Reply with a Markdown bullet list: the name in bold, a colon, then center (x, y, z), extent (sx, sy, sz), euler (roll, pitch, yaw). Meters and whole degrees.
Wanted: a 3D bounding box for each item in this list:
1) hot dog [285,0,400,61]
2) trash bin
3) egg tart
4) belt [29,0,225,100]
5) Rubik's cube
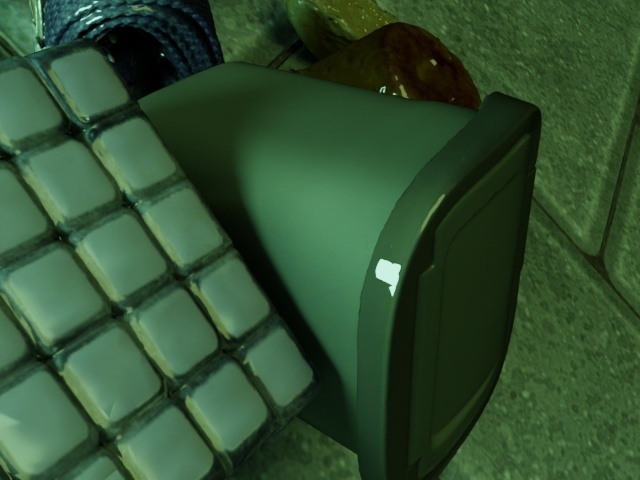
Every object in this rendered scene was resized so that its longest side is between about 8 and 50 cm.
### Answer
- **hot dog**: center (0.047, -0.223, 1.054), extent (0.242, 0.073, 0.084), euler (28, 50, -33)
- **trash bin**: center (0.000, 0.000, 0.610), extent (0.250, 0.220, 0.219), euler (22, 37, 31)
- **egg tart**: center (0.067, -0.131, 0.950), extent (0.202, 0.147, 0.202), euler (25, 46, -29)
- **belt**: center (-0.149, -0.151, 0.701), extent (0.139, 0.230, 0.126), euler (-12, 67, -9)
- **Rubik's cube**: center (-0.189, 0.072, 0.476), extent (0.238, 0.237, 0.237), euler (55, 42, -2)
